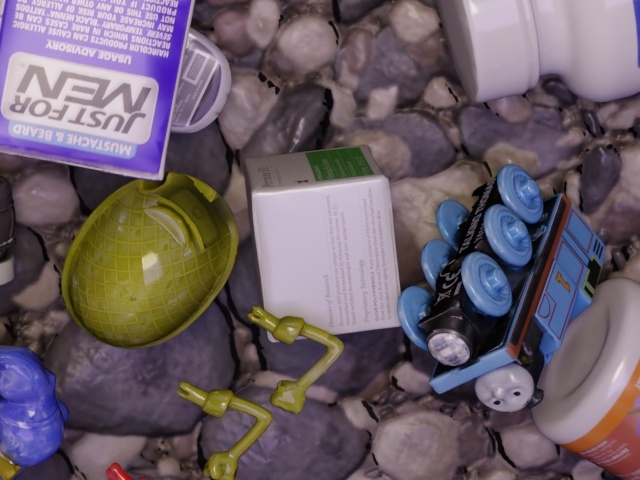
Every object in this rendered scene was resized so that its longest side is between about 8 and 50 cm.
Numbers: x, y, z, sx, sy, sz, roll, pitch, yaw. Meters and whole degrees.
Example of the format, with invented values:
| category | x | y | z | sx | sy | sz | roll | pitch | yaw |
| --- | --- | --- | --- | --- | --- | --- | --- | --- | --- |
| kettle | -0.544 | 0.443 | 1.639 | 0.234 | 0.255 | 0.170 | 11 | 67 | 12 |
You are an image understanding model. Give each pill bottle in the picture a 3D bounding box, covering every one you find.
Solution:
| category | x | y | z | sx | sy | sz | roll | pitch | yaw |
| --- | --- | --- | --- | --- | --- | --- | --- | --- | --- |
| pill bottle | 0.260 | 0.123 | 1.189 | 0.216 | 0.121 | 0.121 | 28 | 101 | -14 |
| pill bottle | 0.210 | -0.171 | 1.081 | 0.272 | 0.152 | 0.152 | -14 | 107 | -3 |

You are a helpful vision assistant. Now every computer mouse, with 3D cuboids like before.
| category | x | y | z | sx | sy | sz | roll | pitch | yaw |
| --- | --- | --- | --- | --- | --- | --- | --- | --- | --- |
| computer mouse | -0.148 | -0.126 | 1.111 | 0.193 | 0.042 | 0.106 | 27 | 97 | -8 |

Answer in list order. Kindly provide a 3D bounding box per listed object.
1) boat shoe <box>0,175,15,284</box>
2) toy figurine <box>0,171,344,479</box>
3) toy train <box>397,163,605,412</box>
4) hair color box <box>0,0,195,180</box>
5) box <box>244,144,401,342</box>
| category | x | y | z | sx | sy | sz | roll | pitch | yaw |
| --- | --- | --- | --- | --- | --- | --- | --- | --- | --- |
| boat shoe | -0.305 | -0.009 | 1.108 | 0.227 | 0.081 | 0.069 | 0 | 104 | -14 |
| toy figurine | -0.178 | 0.144 | 1.040 | 0.191 | 0.217 | 0.362 | 47 | 111 | 1 |
| toy train | 0.117 | 0.030 | 1.119 | 0.080 | 0.184 | 0.105 | -31 | 110 | 35 |
| hair color box | -0.109 | -0.213 | 0.987 | 0.110 | 0.185 | 0.339 | 12 | 95 | -9 |
| box | 0.000 | 0.000 | 1.132 | 0.087 | 0.101 | 0.102 | -8 | 106 | -3 |
